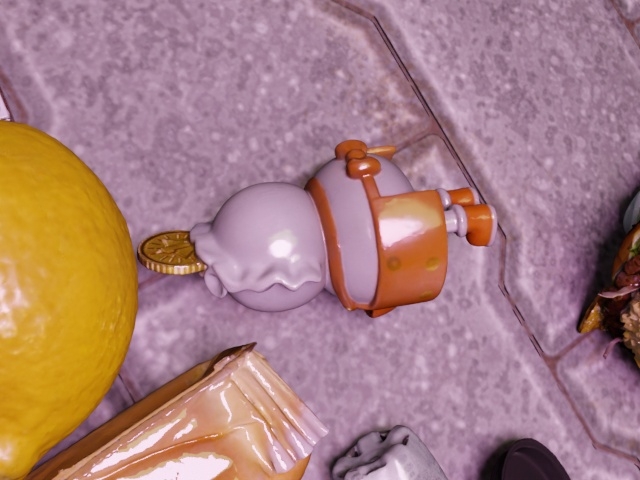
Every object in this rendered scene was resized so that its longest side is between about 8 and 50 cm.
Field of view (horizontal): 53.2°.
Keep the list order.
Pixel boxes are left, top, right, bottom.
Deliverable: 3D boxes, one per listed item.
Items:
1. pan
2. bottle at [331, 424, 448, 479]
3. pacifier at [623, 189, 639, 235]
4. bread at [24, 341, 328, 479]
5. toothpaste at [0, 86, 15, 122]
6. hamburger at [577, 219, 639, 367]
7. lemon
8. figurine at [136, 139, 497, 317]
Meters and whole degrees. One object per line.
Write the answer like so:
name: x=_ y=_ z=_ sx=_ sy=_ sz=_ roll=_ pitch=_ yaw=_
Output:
pan: x=0.148 y=0.224 z=0.488 sx=0.235 sy=0.028 sz=0.136 roll=17 pitch=55 yaw=-47
bottle: x=0.101 y=0.274 z=0.487 sx=0.083 sy=0.083 sz=0.270 roll=-29 pitch=92 yaw=-23
pacifier: x=0.376 y=-0.022 z=0.636 sx=0.150 sy=0.116 sz=0.127 roll=-39 pitch=117 yaw=-26
bread: x=-0.119 y=0.169 z=0.403 sx=0.241 sy=0.136 sz=0.107 roll=-33 pitch=88 yaw=-26
toothpaste: x=-0.287 y=-0.166 z=0.479 sx=0.047 sy=0.040 sz=0.196 roll=-23 pitch=85 yaw=-18
hamburger: x=0.364 y=0.051 z=0.550 sx=0.261 sy=0.243 sz=0.139 roll=9 pitch=42 yaw=-4
lemon: x=-0.207 y=0.028 z=0.385 sx=0.186 sy=0.187 sz=0.244 roll=-11 pitch=81 yaw=-21
figurine: x=0.003 y=-0.009 z=0.492 sx=0.271 sy=0.143 sz=0.143 roll=6 pitch=75 yaw=-19
